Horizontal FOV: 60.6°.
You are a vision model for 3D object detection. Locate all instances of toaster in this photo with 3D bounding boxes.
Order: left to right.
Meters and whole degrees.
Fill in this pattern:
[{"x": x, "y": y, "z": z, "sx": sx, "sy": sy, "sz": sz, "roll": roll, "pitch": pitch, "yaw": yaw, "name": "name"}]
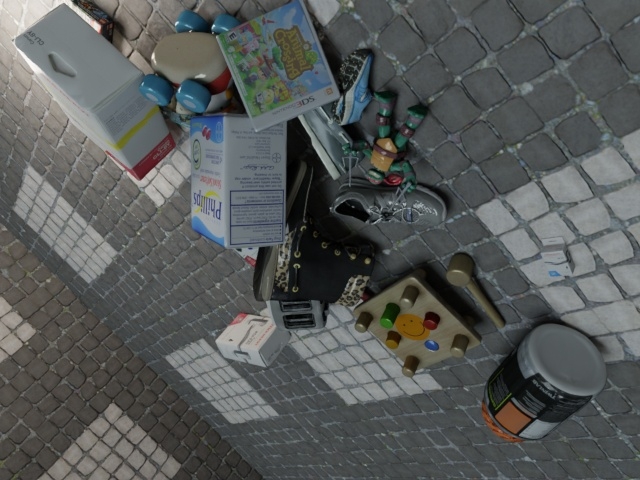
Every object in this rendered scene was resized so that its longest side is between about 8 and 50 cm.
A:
[{"x": -0.069, "y": 0.175, "z": 1.638, "sx": 0.186, "sy": 0.110, "sz": 0.168, "roll": -4, "pitch": 129, "yaw": 5, "name": "toaster"}]

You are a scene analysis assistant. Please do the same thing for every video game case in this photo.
[{"x": -0.085, "y": -0.356, "z": 1.124, "sx": 0.193, "sy": 0.023, "sz": 0.212, "roll": -22, "pitch": 96, "yaw": 6, "name": "video game case"}]

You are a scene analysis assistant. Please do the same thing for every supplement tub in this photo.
[{"x": 0.522, "y": 0.357, "z": 1.325, "sx": 0.194, "sy": 0.193, "sz": 0.316, "roll": 30, "pitch": 141, "yaw": 12, "name": "supplement tub"}]

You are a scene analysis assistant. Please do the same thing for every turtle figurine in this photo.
[{"x": 0.136, "y": -0.189, "z": 1.172, "sx": 0.175, "sy": 0.118, "sz": 0.234, "roll": 19, "pitch": 123, "yaw": 3, "name": "turtle figurine"}]

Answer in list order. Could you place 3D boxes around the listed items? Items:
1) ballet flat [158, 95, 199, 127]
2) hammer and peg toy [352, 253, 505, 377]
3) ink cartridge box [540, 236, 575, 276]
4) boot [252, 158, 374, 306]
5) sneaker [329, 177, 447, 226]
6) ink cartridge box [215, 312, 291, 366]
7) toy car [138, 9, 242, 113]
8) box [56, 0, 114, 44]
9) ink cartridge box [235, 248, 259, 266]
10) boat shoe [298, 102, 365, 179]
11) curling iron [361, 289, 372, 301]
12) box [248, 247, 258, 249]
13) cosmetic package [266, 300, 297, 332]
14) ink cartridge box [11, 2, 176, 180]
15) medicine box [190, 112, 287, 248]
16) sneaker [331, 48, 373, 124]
[{"x": -0.394, "y": -0.358, "z": 1.478, "sx": 0.188, "sy": 0.070, "sz": 0.070, "roll": 24, "pitch": 139, "yaw": 14, "name": "ballet flat"}, {"x": 0.280, "y": 0.202, "z": 1.395, "sx": 0.266, "sy": 0.127, "sz": 0.361, "roll": 44, "pitch": 134, "yaw": -9, "name": "hammer and peg toy"}, {"x": 0.501, "y": 0.035, "z": 1.162, "sx": 0.048, "sy": 0.028, "sz": 0.083, "roll": -10, "pitch": 119, "yaw": 44, "name": "ink cartridge box"}, {"x": 0.000, "y": 0.000, "z": 1.402, "sx": 0.284, "sy": 0.138, "sz": 0.377, "roll": 12, "pitch": 103, "yaw": -18, "name": "boot"}, {"x": 0.153, "y": -0.067, "z": 1.273, "sx": 0.281, "sy": 0.115, "sz": 0.105, "roll": 10, "pitch": 133, "yaw": 32, "name": "sneaker"}, {"x": -0.240, "y": 0.353, "z": 1.956, "sx": 0.218, "sy": 0.158, "sz": 0.092, "roll": 4, "pitch": 129, "yaw": 36, "name": "ink cartridge box"}, {"x": -0.258, "y": -0.370, "z": 1.291, "sx": 0.210, "sy": 0.219, "sz": 0.238, "roll": 16, "pitch": 165, "yaw": 26, "name": "toy car"}, {"x": -0.653, "y": -0.554, "z": 1.508, "sx": 0.159, "sy": 0.044, "sz": 0.233, "roll": 39, "pitch": 141, "yaw": 2, "name": "box"}, {"x": -0.227, "y": -0.017, "z": 1.646, "sx": 0.175, "sy": 0.072, "sz": 0.127, "roll": 42, "pitch": 151, "yaw": -4, "name": "ink cartridge box"}, {"x": -0.005, "y": -0.295, "z": 1.225, "sx": 0.099, "sy": 0.116, "sz": 0.319, "roll": -28, "pitch": 105, "yaw": 4, "name": "boat shoe"}, {"x": 0.128, "y": 0.144, "z": 1.561, "sx": 0.274, "sy": 0.035, "sz": 0.068, "roll": 35, "pitch": 137, "yaw": 4, "name": "curling iron"}, {"x": -0.138, "y": -0.042, "z": 1.522, "sx": 0.137, "sy": 0.126, "sz": 0.072, "roll": -8, "pitch": 120, "yaw": 43, "name": "box"}, {"x": -0.125, "y": 0.191, "z": 1.786, "sx": 0.099, "sy": 0.060, "sz": 0.239, "roll": 16, "pitch": 135, "yaw": 29, "name": "cosmetic package"}, {"x": -0.553, "y": -0.359, "z": 1.399, "sx": 0.279, "sy": 0.160, "sz": 0.384, "roll": 41, "pitch": 166, "yaw": 8, "name": "ink cartridge box"}, {"x": -0.200, "y": -0.147, "z": 1.295, "sx": 0.263, "sy": 0.149, "sz": 0.289, "roll": 20, "pitch": 110, "yaw": 59, "name": "medicine box"}, {"x": 0.077, "y": -0.320, "z": 1.145, "sx": 0.063, "sy": 0.073, "sz": 0.162, "roll": 52, "pitch": 136, "yaw": 39, "name": "sneaker"}]
